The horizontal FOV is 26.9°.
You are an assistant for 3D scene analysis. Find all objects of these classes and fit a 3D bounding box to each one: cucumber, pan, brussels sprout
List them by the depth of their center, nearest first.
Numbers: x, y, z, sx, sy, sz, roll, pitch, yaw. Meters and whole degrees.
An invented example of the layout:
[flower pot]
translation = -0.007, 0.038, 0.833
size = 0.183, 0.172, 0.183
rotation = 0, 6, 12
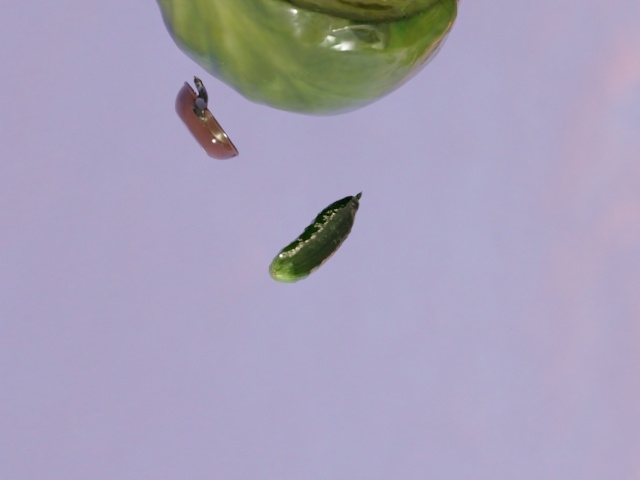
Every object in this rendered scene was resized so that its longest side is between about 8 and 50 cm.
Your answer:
[pan]
translation = -0.089, -0.092, 0.976
size = 0.023, 0.115, 0.068
rotation = -35, -104, -6
[cucumber]
translation = 0.000, 0.000, 1.195
size = 0.155, 0.037, 0.037
rotation = -45, -69, -47
[brussels sprout]
translation = -0.035, -0.302, 1.377
size = 0.371, 0.315, 0.276
rotation = 45, -112, -12
